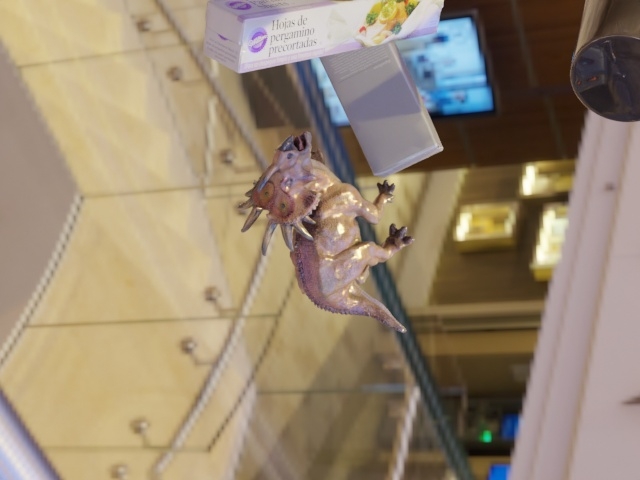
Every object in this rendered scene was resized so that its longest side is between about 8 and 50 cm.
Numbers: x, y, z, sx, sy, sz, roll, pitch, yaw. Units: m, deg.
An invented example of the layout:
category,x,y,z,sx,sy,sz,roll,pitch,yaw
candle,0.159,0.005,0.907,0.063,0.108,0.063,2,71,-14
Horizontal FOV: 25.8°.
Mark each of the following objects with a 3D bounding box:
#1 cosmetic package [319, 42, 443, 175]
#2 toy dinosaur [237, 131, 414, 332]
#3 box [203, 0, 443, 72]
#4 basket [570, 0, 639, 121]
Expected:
category,x,y,z,sx,sy,sz,roll,pitch,yaw
cosmetic package,0.073,-0.209,1.885,0.127,0.107,0.238,4,63,-80
toy dinosaur,0.000,0.000,1.725,0.200,0.127,0.296,-32,108,-46
box,0.011,-0.252,1.584,0.324,0.067,0.063,-17,127,-40
basket,0.395,-0.265,1.732,0.154,0.204,0.227,32,46,-7
